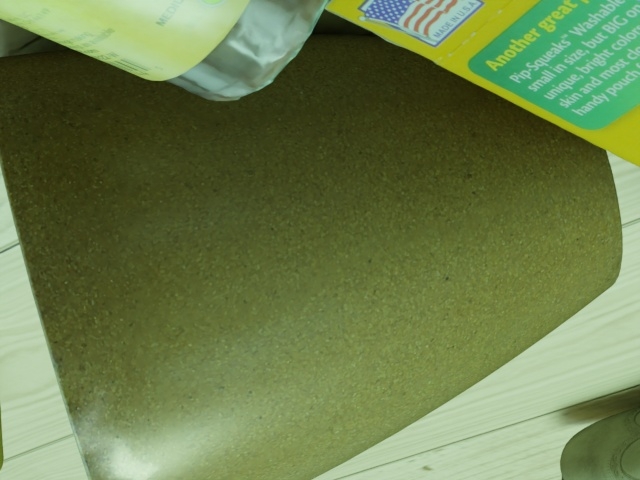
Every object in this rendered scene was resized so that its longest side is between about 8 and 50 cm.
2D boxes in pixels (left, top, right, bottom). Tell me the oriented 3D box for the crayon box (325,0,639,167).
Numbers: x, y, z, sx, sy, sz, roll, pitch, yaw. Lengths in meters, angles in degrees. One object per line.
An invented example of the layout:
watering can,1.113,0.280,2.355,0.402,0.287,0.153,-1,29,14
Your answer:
crayon box,0.192,-0.098,0.618,0.323,0.083,0.203,24,148,-19

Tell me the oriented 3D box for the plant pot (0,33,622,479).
plant pot,0.000,0.000,0.736,0.254,0.237,0.237,-15,155,-5

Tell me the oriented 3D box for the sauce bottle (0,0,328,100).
sauce bottle,-0.149,-0.147,0.510,0.344,0.111,0.111,18,147,-36

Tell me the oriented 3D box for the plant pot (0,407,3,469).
plant pot,-0.265,0.134,1.121,0.081,0.082,0.083,-11,165,16

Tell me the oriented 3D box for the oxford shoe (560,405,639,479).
oxford shoe,0.308,0.116,1.141,0.348,0.123,0.130,-21,123,34
